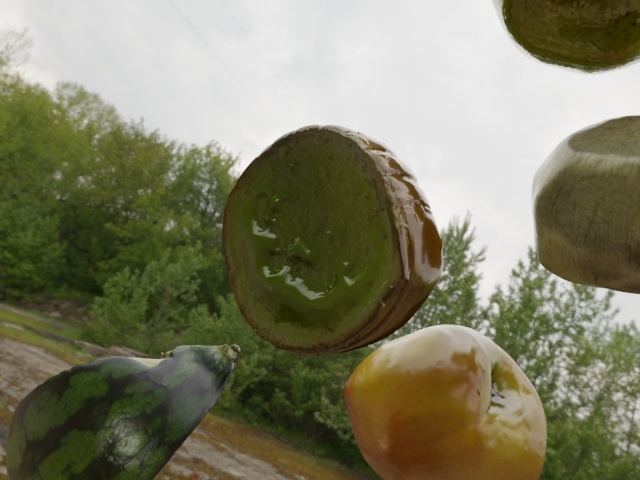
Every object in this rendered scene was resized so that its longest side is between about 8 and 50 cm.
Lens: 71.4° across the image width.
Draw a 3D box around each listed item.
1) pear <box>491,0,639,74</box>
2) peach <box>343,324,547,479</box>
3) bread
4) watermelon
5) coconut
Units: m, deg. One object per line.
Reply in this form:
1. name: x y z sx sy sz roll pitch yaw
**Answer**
1. pear: 0.340 -0.347 0.535 0.294 0.294 0.294 24 -17 8
2. peach: 0.192 0.286 0.738 0.288 0.289 0.308 31 -47 -17
3. bread: 0.000 0.000 0.442 0.236 0.236 0.070 14 3 36
4. watermelon: -0.232 0.190 0.434 0.128 0.159 0.303 45 -64 -8
5. coconut: 0.360 -0.028 0.516 0.224 0.224 0.224 24 -17 8
